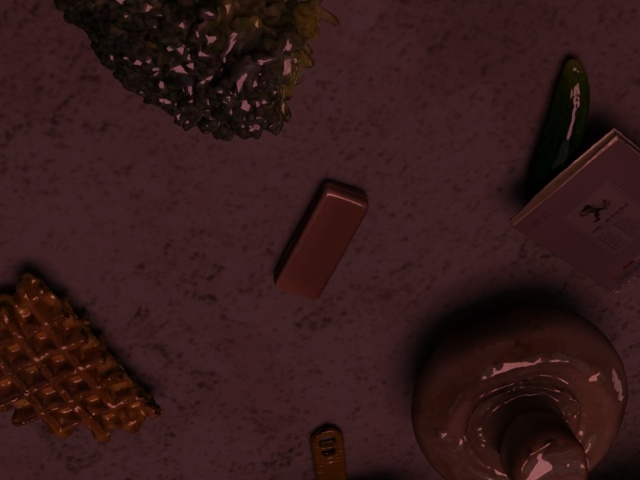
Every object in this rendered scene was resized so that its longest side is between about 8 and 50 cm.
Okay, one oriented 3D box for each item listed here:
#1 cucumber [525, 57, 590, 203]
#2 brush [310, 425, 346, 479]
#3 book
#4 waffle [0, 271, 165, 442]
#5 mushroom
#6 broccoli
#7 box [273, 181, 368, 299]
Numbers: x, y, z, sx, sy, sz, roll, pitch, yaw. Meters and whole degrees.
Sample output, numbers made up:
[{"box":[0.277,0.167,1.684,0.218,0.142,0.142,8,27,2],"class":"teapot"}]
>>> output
[{"box":[0.211,-0.083,1.359,0.039,0.039,0.168,4,122,-13],"class":"cucumber"},{"box":[0.014,0.273,1.585,0.083,0.010,0.218,-10,126,-3],"class":"brush"},{"box":[0.267,-0.022,1.400,0.127,0.014,0.182,-42,136,19],"class":"book"},{"box":[-0.225,0.114,1.410,0.192,0.046,0.160,19,119,-23],"class":"waffle"},{"box":[0.202,0.165,1.440,0.206,0.209,0.206,-21,129,-29],"class":"mushroom"},{"box":[-0.076,-0.214,1.149,0.243,0.263,0.247,-49,157,-6],"class":"broccoli"},{"box":[0.000,0.000,1.384,0.048,0.025,0.115,19,119,-16],"class":"box"}]
